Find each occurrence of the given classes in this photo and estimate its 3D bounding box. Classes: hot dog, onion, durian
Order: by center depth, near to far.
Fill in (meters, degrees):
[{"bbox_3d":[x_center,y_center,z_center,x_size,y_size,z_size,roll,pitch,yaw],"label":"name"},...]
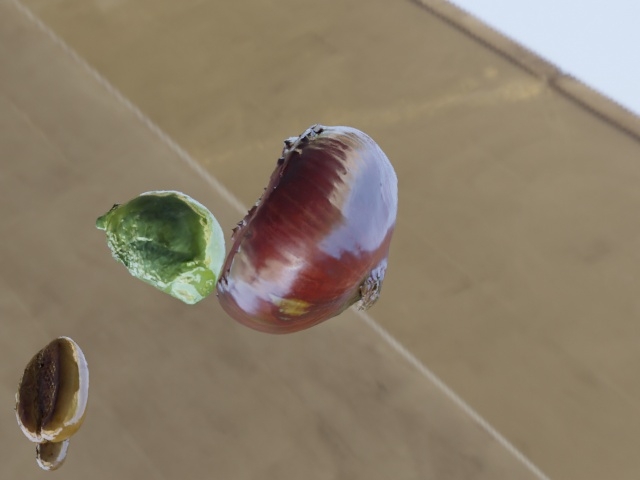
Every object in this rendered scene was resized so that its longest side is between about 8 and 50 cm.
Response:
[{"bbox_3d":[-0.007,-0.009,1.501,0.161,0.248,0.248,14,-128,4],"label":"onion"},{"bbox_3d":[-0.288,0.177,1.611,0.090,0.060,0.140,-20,-125,27],"label":"hot dog"},{"bbox_3d":[-0.217,-0.003,2.083,0.139,0.101,0.250,-27,-136,-20],"label":"durian"}]
